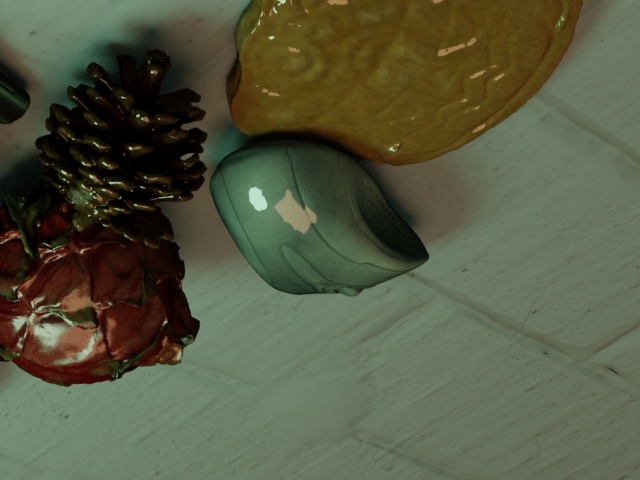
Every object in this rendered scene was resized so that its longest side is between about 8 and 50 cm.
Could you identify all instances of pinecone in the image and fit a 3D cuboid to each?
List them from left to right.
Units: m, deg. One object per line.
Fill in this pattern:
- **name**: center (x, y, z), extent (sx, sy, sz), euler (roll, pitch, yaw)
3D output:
- **pinecone**: center (-0.208, -0.106, 1.683), extent (0.186, 0.168, 0.212), euler (23, 132, -13)

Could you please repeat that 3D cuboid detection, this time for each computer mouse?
- **computer mouse**: center (0.000, 0.000, 1.885), extent (0.188, 0.121, 0.371), euler (-11, 155, 24)

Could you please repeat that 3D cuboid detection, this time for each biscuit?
- **biscuit**: center (0.093, -0.216, 1.698), extent (0.365, 0.062, 0.385), euler (9, 139, -22)

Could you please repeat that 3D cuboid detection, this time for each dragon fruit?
- **dragon fruit**: center (-0.279, 0.059, 1.829), extent (0.299, 0.244, 0.244), euler (31, 130, -18)

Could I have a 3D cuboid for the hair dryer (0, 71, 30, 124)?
- **hair dryer**: center (-0.441, -0.177, 1.608), extent (0.244, 0.116, 0.302), euler (-21, 149, 19)
